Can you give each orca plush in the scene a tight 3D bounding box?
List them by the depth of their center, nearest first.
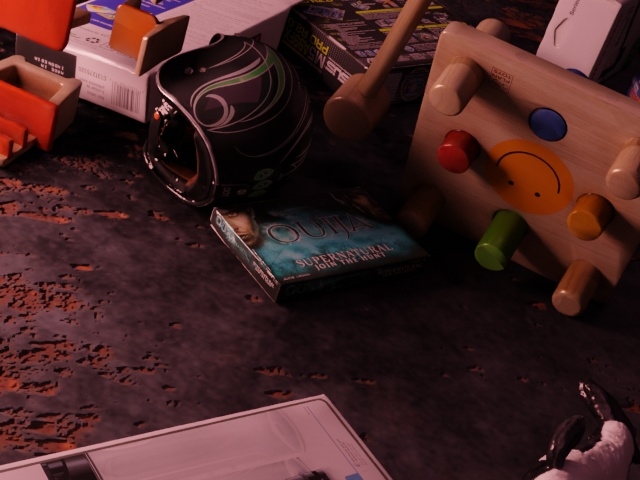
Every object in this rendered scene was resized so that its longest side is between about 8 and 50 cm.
[{"bbox_3d":[0.165,0.191,0.932,0.102,0.151,0.287,-3,27,27],"label":"orca plush"}]

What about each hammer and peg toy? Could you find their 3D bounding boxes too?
[{"bbox_3d":[0.164,-0.097,1.214,0.361,0.266,0.127,28,52,13],"label":"hammer and peg toy"}]

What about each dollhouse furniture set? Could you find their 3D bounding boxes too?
[{"bbox_3d":[-0.277,-0.215,1.166,0.262,0.259,0.135,23,30,8],"label":"dollhouse furniture set"}]

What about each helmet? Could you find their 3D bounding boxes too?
[{"bbox_3d":[-0.087,-0.123,1.218,0.161,0.169,0.169,-31,56,-34],"label":"helmet"}]

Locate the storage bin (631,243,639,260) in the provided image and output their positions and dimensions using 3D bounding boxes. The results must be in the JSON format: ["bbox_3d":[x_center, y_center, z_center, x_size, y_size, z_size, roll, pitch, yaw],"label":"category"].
[{"bbox_3d":[0.345,-0.033,1.364,0.135,0.091,0.098,-7,41,-33],"label":"storage bin"}]

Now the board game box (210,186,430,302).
[{"bbox_3d":[0.000,0.000,1.201,0.186,0.026,0.126,-10,43,-37],"label":"board game box"}]

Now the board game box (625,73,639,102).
[{"bbox_3d":[0.538,-0.165,1.708,0.201,0.035,0.136,15,33,-5],"label":"board game box"}]

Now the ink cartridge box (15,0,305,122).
[{"bbox_3d":[-0.173,-0.248,1.434,0.176,0.069,0.371,22,34,19],"label":"ink cartridge box"}]

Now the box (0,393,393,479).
[{"bbox_3d":[-0.082,0.209,0.789,0.290,0.087,0.169,-7,40,-34],"label":"box"}]

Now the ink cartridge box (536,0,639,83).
[{"bbox_3d":[0.408,-0.314,1.759,0.087,0.153,0.208,34,36,20],"label":"ink cartridge box"}]

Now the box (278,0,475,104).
[{"bbox_3d":[0.087,-0.265,1.611,0.270,0.060,0.216,-13,43,-40],"label":"box"}]
